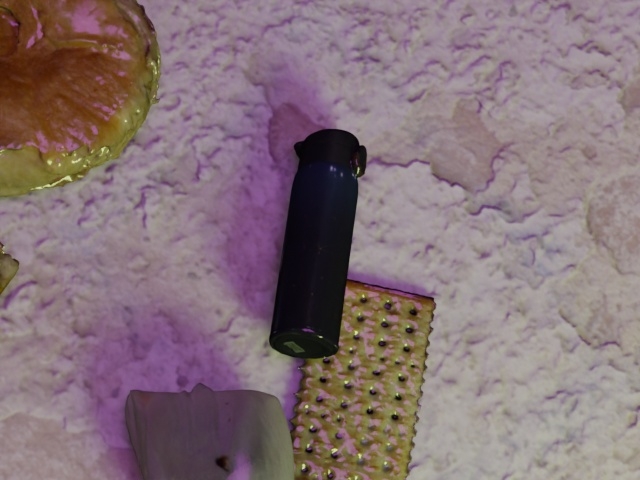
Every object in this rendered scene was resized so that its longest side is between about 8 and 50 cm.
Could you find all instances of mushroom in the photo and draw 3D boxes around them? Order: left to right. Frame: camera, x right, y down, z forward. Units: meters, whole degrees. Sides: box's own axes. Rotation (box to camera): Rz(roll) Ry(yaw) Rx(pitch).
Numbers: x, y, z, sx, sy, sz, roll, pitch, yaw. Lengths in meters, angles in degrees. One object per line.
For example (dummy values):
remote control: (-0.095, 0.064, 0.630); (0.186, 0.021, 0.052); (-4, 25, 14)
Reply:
mushroom: (-0.095, 0.295, 1.880); (0.159, 0.122, 0.329); (-14, 73, 20)

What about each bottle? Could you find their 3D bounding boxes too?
bottle: (0.000, 0.000, 1.996); (0.082, 0.072, 0.244); (-4, 63, 21)

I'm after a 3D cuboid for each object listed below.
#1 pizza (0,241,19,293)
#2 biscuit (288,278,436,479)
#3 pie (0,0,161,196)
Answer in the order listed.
pizza: (-0.466, 0.060, 1.866); (0.258, 0.087, 0.268); (32, 69, -7)
biscuit: (0.040, 0.154, 1.997); (0.139, 0.016, 0.231); (13, 70, -10)
pie: (-0.334, -0.198, 1.980); (0.339, 0.083, 0.339); (3, 75, -13)
